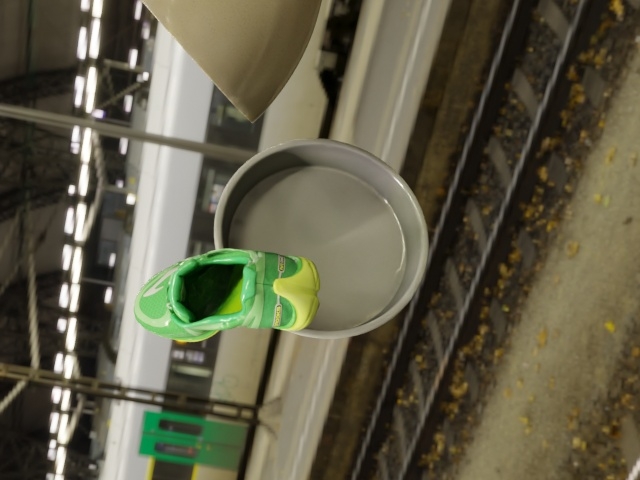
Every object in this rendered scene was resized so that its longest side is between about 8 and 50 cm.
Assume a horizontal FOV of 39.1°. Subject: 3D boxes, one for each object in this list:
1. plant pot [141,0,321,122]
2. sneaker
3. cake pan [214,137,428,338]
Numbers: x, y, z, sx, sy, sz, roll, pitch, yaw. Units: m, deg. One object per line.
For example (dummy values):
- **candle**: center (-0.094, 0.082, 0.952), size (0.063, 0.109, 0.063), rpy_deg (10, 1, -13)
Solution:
- **plant pot**: center (-0.105, -0.310, 1.087), size (0.191, 0.284, 0.284), rpy_deg (-40, 11, 3)
- **sneaker**: center (-0.130, 0.052, 1.016), size (0.296, 0.124, 0.109), rpy_deg (-12, 70, 46)
- **cake pan**: center (0.000, 0.000, 1.233), size (0.054, 0.293, 0.293), rpy_deg (114, 166, -65)
